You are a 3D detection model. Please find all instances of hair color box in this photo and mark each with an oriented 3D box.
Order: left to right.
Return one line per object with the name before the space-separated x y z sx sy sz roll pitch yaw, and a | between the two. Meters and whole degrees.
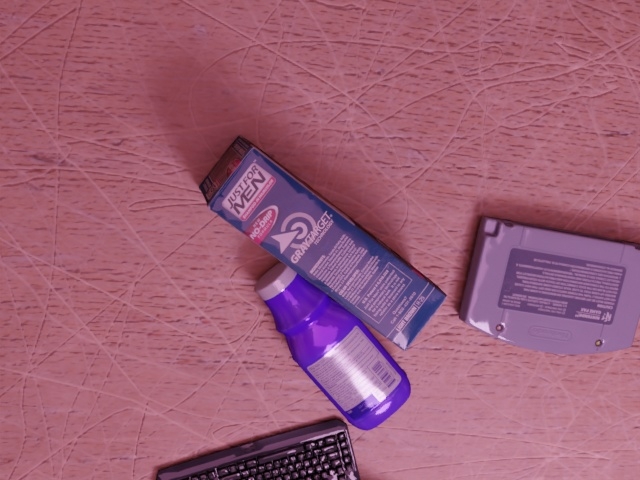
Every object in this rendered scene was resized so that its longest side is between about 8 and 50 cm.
hair color box | 0.000 0.000 1.351 0.347 0.174 0.105 37 92 -16

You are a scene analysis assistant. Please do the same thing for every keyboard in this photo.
keyboard | -0.090 0.411 1.496 0.317 0.033 0.201 -15 104 -7

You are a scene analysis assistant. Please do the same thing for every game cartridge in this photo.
game cartridge | 0.370 0.079 1.505 0.294 0.060 0.196 10 96 -13

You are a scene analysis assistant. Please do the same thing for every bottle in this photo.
bottle | 0.014 0.154 1.429 0.118 0.092 0.283 -41 106 -1
